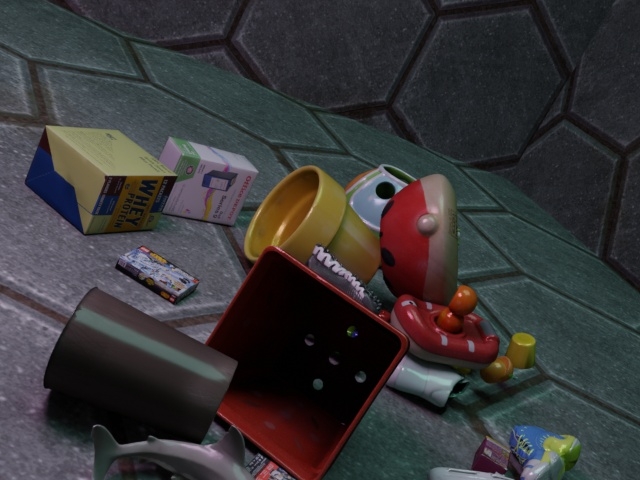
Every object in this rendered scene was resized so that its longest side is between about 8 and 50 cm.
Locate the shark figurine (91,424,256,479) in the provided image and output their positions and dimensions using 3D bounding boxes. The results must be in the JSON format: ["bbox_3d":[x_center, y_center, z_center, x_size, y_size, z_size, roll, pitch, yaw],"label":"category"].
[{"bbox_3d":[-0.161,0.284,1.164,0.278,0.116,0.166,26,22,-7],"label":"shark figurine"}]

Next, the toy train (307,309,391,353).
[{"bbox_3d":[0.071,0.175,1.820,0.144,0.105,0.248,21,15,22],"label":"toy train"}]

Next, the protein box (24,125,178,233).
[{"bbox_3d":[-0.446,-0.125,1.807,0.200,0.135,0.201,36,21,24],"label":"protein box"}]

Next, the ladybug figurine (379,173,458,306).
[{"bbox_3d":[0.217,0.013,1.936,0.162,0.304,0.449,-1,-16,8],"label":"ladybug figurine"}]

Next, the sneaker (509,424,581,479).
[{"bbox_3d":[0.400,0.416,1.684,0.126,0.091,0.240,18,12,32],"label":"sneaker"}]

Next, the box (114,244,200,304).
[{"bbox_3d":[-0.307,0.064,1.677,0.137,0.027,0.094,31,21,8],"label":"box"}]

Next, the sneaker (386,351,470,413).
[{"bbox_3d":[0.238,0.258,1.815,0.151,0.094,0.256,26,28,12],"label":"sneaker"}]

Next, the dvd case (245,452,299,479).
[{"bbox_3d":[-0.059,0.360,1.276,0.120,0.013,0.087,30,19,11],"label":"dvd case"}]

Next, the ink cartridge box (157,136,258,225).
[{"bbox_3d":[-0.272,-0.133,2.036,0.213,0.154,0.093,11,25,-42],"label":"ink cartridge box"}]

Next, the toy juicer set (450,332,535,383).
[{"bbox_3d":[0.302,0.243,1.992,0.329,0.089,0.209,20,32,26],"label":"toy juicer set"}]

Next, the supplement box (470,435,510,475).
[{"bbox_3d":[0.313,0.404,1.624,0.055,0.043,0.083,31,18,9],"label":"supplement box"}]

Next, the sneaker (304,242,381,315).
[{"bbox_3d":[0.030,0.102,1.743,0.078,0.106,0.234,43,0,-44],"label":"sneaker"}]

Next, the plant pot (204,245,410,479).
[{"bbox_3d":[-0.009,0.193,1.432,0.267,0.267,0.236,34,6,18],"label":"plant pot"}]

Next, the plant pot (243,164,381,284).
[{"bbox_3d":[0.000,0.000,1.965,0.239,0.254,0.254,36,14,-27],"label":"plant pot"}]

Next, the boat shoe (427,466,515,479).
[{"bbox_3d":[0.296,0.423,1.473,0.258,0.095,0.084,20,25,-24],"label":"boat shoe"}]

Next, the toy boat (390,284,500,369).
[{"bbox_3d":[0.258,0.154,1.750,0.231,0.151,0.151,13,28,-20],"label":"toy boat"}]

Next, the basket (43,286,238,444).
[{"bbox_3d":[-0.243,0.181,1.235,0.227,0.154,0.204,25,-10,-3],"label":"basket"}]

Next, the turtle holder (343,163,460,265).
[{"bbox_3d":[0.188,-0.058,2.359,0.243,0.227,0.320,8,27,-46],"label":"turtle holder"}]
